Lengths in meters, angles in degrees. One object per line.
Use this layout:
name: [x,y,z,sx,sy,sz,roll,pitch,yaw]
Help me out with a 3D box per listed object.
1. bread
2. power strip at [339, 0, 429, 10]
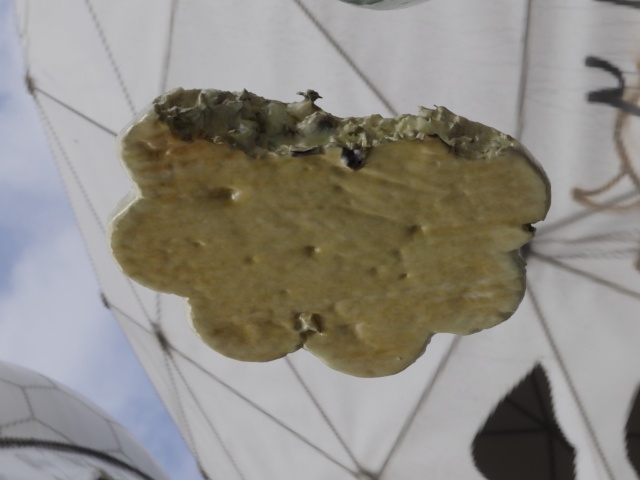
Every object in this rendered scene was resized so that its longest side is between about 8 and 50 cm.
bread: [0.000,0.000,0.714,0.251,0.039,0.181,7,-54,-2]
power strip: [0.066,-0.332,0.776,0.357,0.161,0.357,12,-107,-45]
